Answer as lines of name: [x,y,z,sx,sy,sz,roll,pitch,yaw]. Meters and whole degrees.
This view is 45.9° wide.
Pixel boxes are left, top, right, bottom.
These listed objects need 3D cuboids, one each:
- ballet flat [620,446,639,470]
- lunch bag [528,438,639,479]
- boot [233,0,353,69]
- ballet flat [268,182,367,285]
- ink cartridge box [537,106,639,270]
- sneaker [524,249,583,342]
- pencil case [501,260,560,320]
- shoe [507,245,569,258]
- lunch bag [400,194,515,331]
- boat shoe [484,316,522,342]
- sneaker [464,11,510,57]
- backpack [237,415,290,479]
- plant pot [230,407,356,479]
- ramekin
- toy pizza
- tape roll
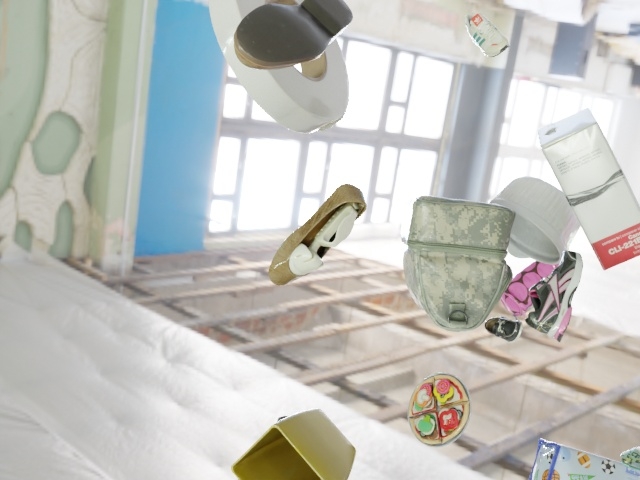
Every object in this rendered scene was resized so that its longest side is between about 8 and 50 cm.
ballet flat: [0.770,0.494,1.730,0.188,0.070,0.070,14,-172,-23]
lunch bag: [0.827,0.873,2.429,0.327,0.385,0.239,15,170,4]
boot: [-0.054,-0.311,1.206,0.112,0.115,0.305,48,-143,-1]
ballet flat: [0.000,0.000,1.981,0.116,0.342,0.124,43,-179,-35]
ink cartridge box: [0.539,-0.108,1.485,0.114,0.273,0.197,-27,-170,21]
sneaker: [0.412,0.086,1.340,0.077,0.072,0.178,18,-123,12]
pencil case: [0.569,0.113,1.985,0.209,0.095,0.098,-37,-143,-15]
shoe: [0.661,0.023,2.301,0.081,0.063,0.178,-1,180,-41]
lunch bag: [0.269,0.045,1.555,0.212,0.256,0.305,8,-177,1]
boat shoe: [0.357,0.170,1.479,0.038,0.046,0.125,23,177,-5]
sneaker: [0.381,-0.487,1.769,0.075,0.057,0.161,45,-168,-35]
backpack: [-0.130,0.727,2.350,0.273,0.356,0.290,12,163,-4]
plant pot: [-0.041,0.520,1.782,0.212,0.212,0.187,47,-146,10]
ramekin: [0.480,-0.051,1.693,0.207,0.109,0.207,38,170,8]
toy pizza: [0.312,0.450,2.024,0.032,0.201,0.201,29,174,-42]
tape roll: [-0.075,-0.411,1.582,0.072,0.392,0.392,-24,173,30]
